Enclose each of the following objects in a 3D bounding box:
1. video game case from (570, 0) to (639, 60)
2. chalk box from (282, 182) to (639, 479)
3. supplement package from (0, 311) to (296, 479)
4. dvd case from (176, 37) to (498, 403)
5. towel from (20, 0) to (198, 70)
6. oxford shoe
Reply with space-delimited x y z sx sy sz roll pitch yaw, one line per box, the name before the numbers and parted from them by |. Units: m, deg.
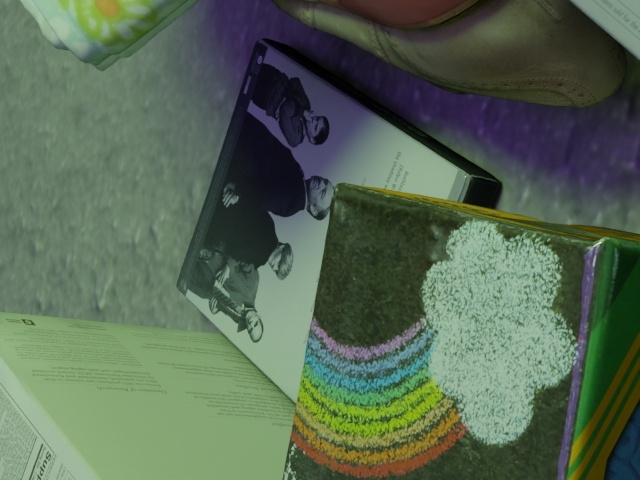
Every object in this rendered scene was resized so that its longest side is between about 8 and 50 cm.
video game case | 0.191 -0.165 0.637 0.269 0.061 0.244 40 128 -1
chalk box | 0.098 0.136 0.745 0.180 0.179 0.289 15 96 53
supplement package | -0.097 0.189 0.980 0.262 0.199 0.198 39 115 50
dvd case | 0.000 0.000 1.032 0.238 0.029 0.179 38 114 50
towel | -0.084 -0.312 0.881 0.374 0.090 0.320 -37 91 23
oxford shoe | 0.049 -0.133 0.919 0.123 0.130 0.348 -45 22 3
